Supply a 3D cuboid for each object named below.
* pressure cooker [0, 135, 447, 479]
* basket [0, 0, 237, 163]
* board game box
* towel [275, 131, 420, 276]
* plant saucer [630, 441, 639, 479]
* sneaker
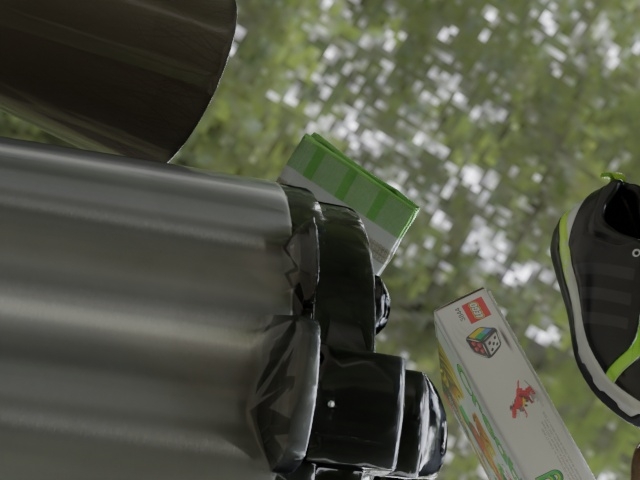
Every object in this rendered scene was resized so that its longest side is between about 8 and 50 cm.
[{"bbox_3d":[-0.125,0.121,1.289,0.370,0.420,0.375,-103,-155,-59],"label":"pressure cooker"},{"bbox_3d":[-0.207,-0.161,1.436,0.204,0.227,0.154,-26,-133,60],"label":"basket"},{"bbox_3d":[0.182,0.206,1.480,0.053,0.193,0.305,-25,-116,-6],"label":"board game box"},{"bbox_3d":[0.000,0.000,1.493,0.152,0.113,0.023,-57,176,28],"label":"towel"},{"bbox_3d":[0.372,0.287,1.950,0.168,0.029,0.168,170,-90,-77],"label":"plant saucer"},{"bbox_3d":[0.242,0.041,1.441,0.097,0.084,0.235,-53,-140,36],"label":"sneaker"}]
